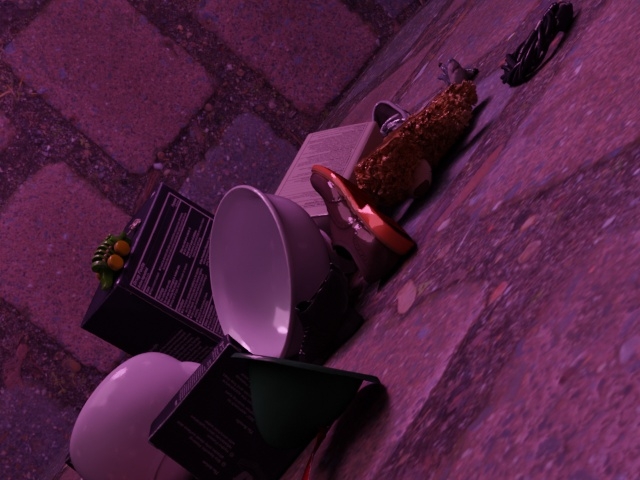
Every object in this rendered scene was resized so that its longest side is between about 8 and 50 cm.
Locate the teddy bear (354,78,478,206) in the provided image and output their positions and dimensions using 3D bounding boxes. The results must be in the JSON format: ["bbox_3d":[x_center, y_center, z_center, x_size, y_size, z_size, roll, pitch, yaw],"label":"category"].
[{"bbox_3d":[0.179,-0.162,1.775,0.245,0.113,0.338,-39,4,23],"label":"teddy bear"}]

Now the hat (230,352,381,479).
[{"bbox_3d":[-0.034,0.229,1.156,0.208,0.173,0.183,25,-108,-63],"label":"hat"}]

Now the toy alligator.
[{"bbox_3d":[-0.385,0.014,1.902,0.056,0.051,0.189,-39,25,39],"label":"toy alligator"}]

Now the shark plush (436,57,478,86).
[{"bbox_3d":[0.277,-0.356,2.156,0.073,0.067,0.161,-48,9,11],"label":"shark plush"}]

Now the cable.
[{"bbox_3d":[0.355,-0.329,1.739,0.150,0.047,0.184,-39,14,49],"label":"cable"}]

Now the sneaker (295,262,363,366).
[{"bbox_3d":[-0.007,0.121,1.471,0.170,0.089,0.051,-46,9,18],"label":"sneaker"}]

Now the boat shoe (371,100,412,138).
[{"bbox_3d":[0.146,-0.212,2.077,0.118,0.103,0.320,-46,9,20],"label":"boat shoe"}]

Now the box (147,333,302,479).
[{"bbox_3d":[-0.107,0.228,1.288,0.158,0.156,0.093,-50,8,-3],"label":"box"}]

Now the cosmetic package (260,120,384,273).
[{"bbox_3d":[0.019,-0.074,1.836,0.153,0.129,0.296,-6,34,28],"label":"cosmetic package"}]

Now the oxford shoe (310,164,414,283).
[{"bbox_3d":[0.038,-0.033,1.597,0.098,0.097,0.271,-53,37,10],"label":"oxford shoe"}]

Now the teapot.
[{"bbox_3d":[-0.253,0.315,1.600,0.252,0.187,0.256,-32,-34,-48],"label":"teapot"}]

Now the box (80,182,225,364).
[{"bbox_3d":[-0.272,0.096,2.037,0.183,0.294,0.296,-42,23,39],"label":"box"}]

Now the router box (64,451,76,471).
[{"bbox_3d":[-0.394,0.404,2.023,0.179,0.133,0.046,-49,10,-3],"label":"router box"}]

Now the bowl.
[{"bbox_3d":[-0.060,0.055,1.641,0.134,0.298,0.298,-7,-15,-30],"label":"bowl"}]
